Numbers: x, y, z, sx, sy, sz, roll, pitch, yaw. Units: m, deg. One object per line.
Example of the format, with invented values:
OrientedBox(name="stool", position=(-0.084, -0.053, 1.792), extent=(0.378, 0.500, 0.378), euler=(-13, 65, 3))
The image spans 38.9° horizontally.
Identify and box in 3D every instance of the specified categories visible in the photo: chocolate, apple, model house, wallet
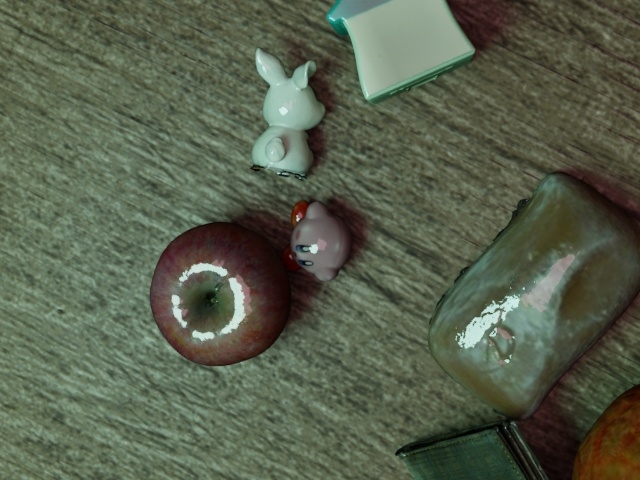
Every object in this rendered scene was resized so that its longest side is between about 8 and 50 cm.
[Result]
OrientedBox(name="chocolate", position=(0.228, 0.061, 0.934), extent=(0.161, 0.083, 0.261), euler=(36, 98, 1))
OrientedBox(name="apple", position=(-0.104, 0.056, 0.957), extent=(0.153, 0.120, 0.153), euler=(2, 99, 15))
OrientedBox(name="model house", position=(0.075, -0.228, 0.919), extent=(0.127, 0.100, 0.149), euler=(-22, 94, 8))
OrientedBox(name="wallet", position=(0.214, 0.337, 0.942), extent=(0.169, 0.044, 0.317), euler=(-32, 88, 49))

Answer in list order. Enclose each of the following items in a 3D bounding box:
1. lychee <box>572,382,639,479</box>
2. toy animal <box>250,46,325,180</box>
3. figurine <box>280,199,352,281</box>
OrientedBox(name="lychee", position=(0.359, 0.257, 0.858), extent=(0.300, 0.255, 0.255), euler=(-39, 89, -7))
OrientedBox(name="toy animal", position=(-0.037, -0.130, 0.958), extent=(0.071, 0.085, 0.124), euler=(14, 91, 23))
OrientedBox(name="figurine", position=(0.000, 0.000, 0.965), extent=(0.067, 0.071, 0.083), euler=(-8, 105, -34))
